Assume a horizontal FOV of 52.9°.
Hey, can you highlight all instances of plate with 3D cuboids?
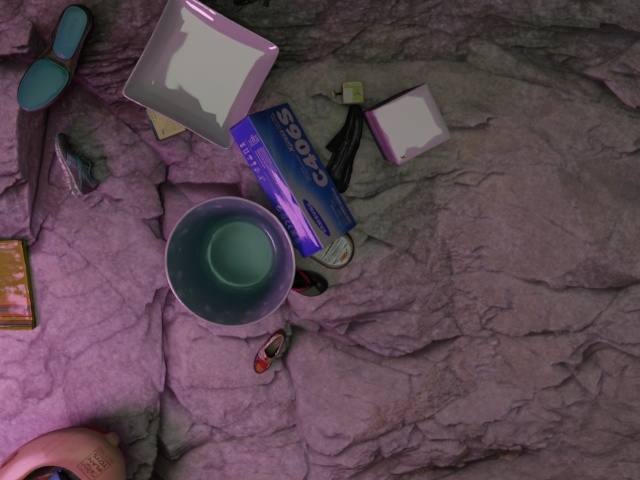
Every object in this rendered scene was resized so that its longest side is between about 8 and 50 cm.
[{"bbox_3d":[-0.278,-0.396,1.515,0.277,0.045,0.278,27,91,-10],"label":"plate"}]

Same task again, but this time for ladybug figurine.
[{"bbox_3d":[-0.679,0.643,1.667,0.449,0.162,0.305,-39,99,5],"label":"ladybug figurine"}]

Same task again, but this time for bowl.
[{"bbox_3d":[-0.205,0.043,1.570,0.312,0.163,0.311,0,96,4],"label":"bowl"}]

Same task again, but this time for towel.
[{"bbox_3d":[-0.792,0.116,1.641,0.102,0.021,0.237,-3,100,-3],"label":"towel"}]

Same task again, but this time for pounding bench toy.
[{"bbox_3d":[0.063,-0.359,1.568,0.083,0.065,0.052,-3,101,-2],"label":"pounding bench toy"}]

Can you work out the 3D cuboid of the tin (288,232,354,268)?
[{"bbox_3d":[0.000,0.000,1.646,0.190,0.040,0.106,31,102,-7],"label":"tin"}]

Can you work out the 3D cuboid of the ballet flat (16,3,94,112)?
[{"bbox_3d":[-0.610,-0.421,1.515,0.095,0.096,0.280,34,96,-12],"label":"ballet flat"}]

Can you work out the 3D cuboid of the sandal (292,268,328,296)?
[{"bbox_3d":[-0.067,0.100,1.657,0.179,0.040,0.067,21,97,-6],"label":"sandal"}]

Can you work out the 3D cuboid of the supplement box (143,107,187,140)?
[{"bbox_3d":[-0.371,-0.295,1.567,0.083,0.056,0.083,-22,100,1],"label":"supplement box"}]

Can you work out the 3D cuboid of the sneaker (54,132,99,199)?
[{"bbox_3d":[-0.598,-0.189,1.583,0.076,0.065,0.166,-21,104,-15],"label":"sneaker"}]

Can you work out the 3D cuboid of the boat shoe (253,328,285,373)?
[{"bbox_3d":[-0.134,0.295,1.688,0.049,0.043,0.137,32,99,-9],"label":"boat shoe"}]

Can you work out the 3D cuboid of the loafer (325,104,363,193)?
[{"bbox_3d":[0.051,-0.227,1.585,0.078,0.076,0.223,13,105,-9],"label":"loafer"}]

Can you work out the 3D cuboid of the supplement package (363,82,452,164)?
[{"bbox_3d":[0.194,-0.270,1.499,0.134,0.244,0.139,-27,100,3],"label":"supplement package"}]

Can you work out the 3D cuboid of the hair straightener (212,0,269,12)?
[{"bbox_3d":[-0.151,-0.596,1.527,0.230,0.047,0.089,-16,100,1],"label":"hair straightener"}]

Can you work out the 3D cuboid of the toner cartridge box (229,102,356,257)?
[{"bbox_3d":[-0.060,-0.147,1.529,0.075,0.165,0.348,-27,95,39],"label":"toner cartridge box"}]
